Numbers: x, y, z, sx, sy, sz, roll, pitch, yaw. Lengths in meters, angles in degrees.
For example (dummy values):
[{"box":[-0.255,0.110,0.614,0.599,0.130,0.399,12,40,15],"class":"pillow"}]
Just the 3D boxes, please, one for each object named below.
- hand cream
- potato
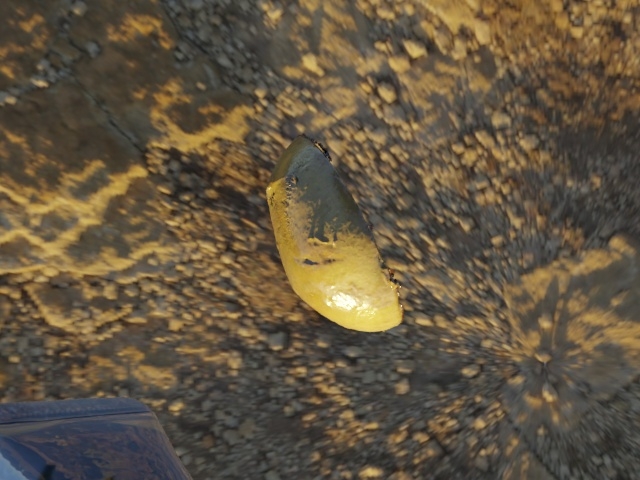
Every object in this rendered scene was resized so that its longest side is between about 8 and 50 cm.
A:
[{"box":[-0.048,0.132,0.442,0.271,0.091,0.058,45,126,45],"class":"hand cream"},{"box":[0.000,0.000,0.550,0.036,0.037,0.093,-27,86,-13],"class":"potato"}]
